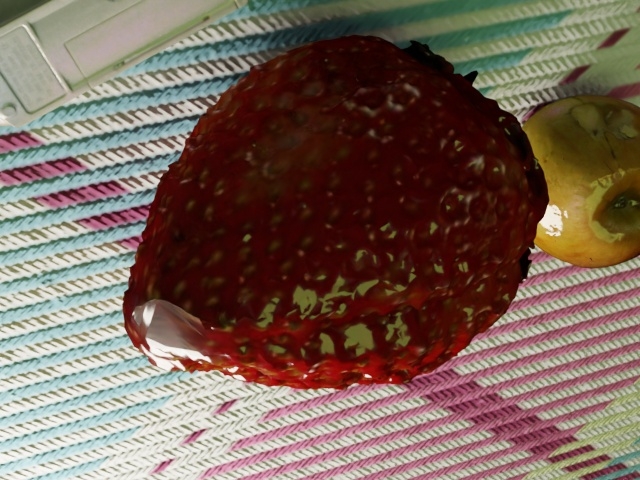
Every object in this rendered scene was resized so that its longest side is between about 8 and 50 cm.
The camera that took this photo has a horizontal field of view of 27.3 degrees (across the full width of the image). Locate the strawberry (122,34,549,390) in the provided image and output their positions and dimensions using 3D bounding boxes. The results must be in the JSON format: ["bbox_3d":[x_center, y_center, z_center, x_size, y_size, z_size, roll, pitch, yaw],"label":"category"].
[{"bbox_3d":[0.000,0.000,0.887,0.288,0.238,0.250,-25,134,-45],"label":"strawberry"}]

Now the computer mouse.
[{"bbox_3d":[-0.138,-0.143,0.818,0.199,0.045,0.102,-29,138,-2],"label":"computer mouse"}]

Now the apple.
[{"bbox_3d":[0.223,-0.044,1.068,0.146,0.146,0.146,-17,137,-16],"label":"apple"}]
